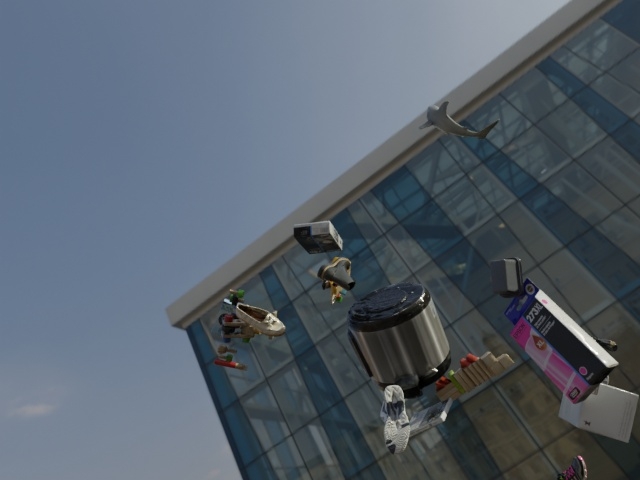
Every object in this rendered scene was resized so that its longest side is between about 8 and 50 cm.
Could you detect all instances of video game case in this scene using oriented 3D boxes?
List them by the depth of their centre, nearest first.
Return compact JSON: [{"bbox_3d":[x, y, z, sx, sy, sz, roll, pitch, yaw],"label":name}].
[{"bbox_3d":[0.403,0.664,1.854,0.173,0.022,0.190,-35,-10,23],"label":"video game case"}]

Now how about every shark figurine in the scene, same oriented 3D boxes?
[{"bbox_3d":[0.468,-0.432,1.754,0.166,0.278,0.116,-29,-40,-35],"label":"shark figurine"}]

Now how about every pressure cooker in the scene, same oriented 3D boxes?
[{"bbox_3d":[0.337,0.427,2.046,0.370,0.420,0.375,-31,15,-29],"label":"pressure cooker"}]

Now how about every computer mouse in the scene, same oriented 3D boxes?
[{"bbox_3d":[1.002,0.445,1.790,0.042,0.106,0.193,-13,-71,-71],"label":"computer mouse"}]

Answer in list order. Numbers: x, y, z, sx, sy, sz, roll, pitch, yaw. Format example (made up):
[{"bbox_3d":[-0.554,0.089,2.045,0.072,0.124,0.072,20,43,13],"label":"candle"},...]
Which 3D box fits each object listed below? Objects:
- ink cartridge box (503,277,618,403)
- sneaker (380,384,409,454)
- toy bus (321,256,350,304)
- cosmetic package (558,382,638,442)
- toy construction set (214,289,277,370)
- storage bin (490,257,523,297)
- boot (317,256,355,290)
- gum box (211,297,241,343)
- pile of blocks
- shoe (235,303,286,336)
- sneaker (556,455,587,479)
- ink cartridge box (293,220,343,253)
[{"bbox_3d":[0.719,0.304,1.552,0.069,0.371,0.176,-3,-50,-28],"label":"ink cartridge box"},{"bbox_3d":[0.269,0.662,1.801,0.094,0.235,0.153,-8,-34,2],"label":"sneaker"},{"bbox_3d":[0.056,0.167,2.141,0.191,0.104,0.202,-72,-18,1],"label":"toy bus"},{"bbox_3d":[0.880,0.529,1.580,0.184,0.151,0.151,46,-120,-78],"label":"cosmetic package"},{"bbox_3d":[-0.295,0.397,2.106,0.237,0.309,0.257,13,-18,0],"label":"toy construction set"},{"bbox_3d":[0.610,0.122,1.659,0.091,0.135,0.098,11,-16,-43],"label":"storage bin"},{"bbox_3d":[0.093,0.134,1.858,0.198,0.137,0.077,-22,-46,-54],"label":"boot"},{"bbox_3d":[-0.434,0.398,2.445,0.157,0.041,0.184,24,-76,-5],"label":"gum box"},{"bbox_3d":[0.580,0.511,1.944,0.362,0.113,0.149,-45,-11,32],"label":"pile of blocks"},{"bbox_3d":[-0.234,0.305,1.913,0.058,0.219,0.076,97,-160,-47],"label":"shoe"},{"bbox_3d":[0.862,0.821,1.714,0.074,0.063,0.170,8,-73,2],"label":"sneaker"},{"bbox_3d":[0.000,0.000,2.230,0.165,0.065,0.333,-7,-17,13],"label":"ink cartridge box"}]
